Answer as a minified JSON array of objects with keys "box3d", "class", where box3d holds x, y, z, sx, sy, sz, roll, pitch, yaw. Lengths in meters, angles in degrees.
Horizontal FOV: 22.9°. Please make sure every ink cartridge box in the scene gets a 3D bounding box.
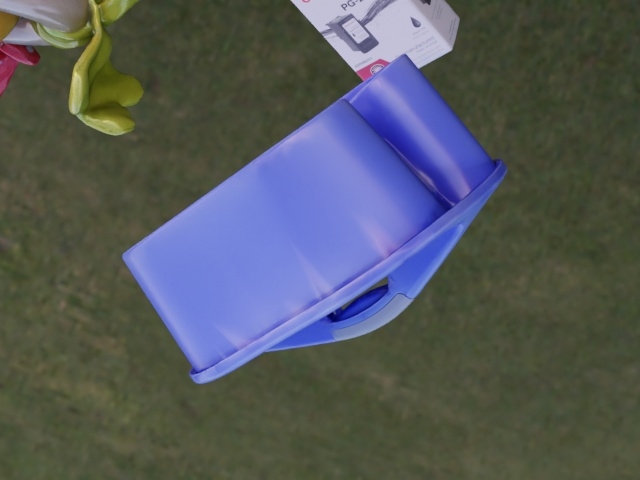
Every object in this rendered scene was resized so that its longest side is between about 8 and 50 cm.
[{"box3d":[0.054,-0.242,1.633,0.109,0.063,0.150,-27,121,34],"class":"ink cartridge box"}]

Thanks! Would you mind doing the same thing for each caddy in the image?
[{"box3d":[0.000,0.000,1.330,0.341,0.241,0.179,-33,96,39],"class":"caddy"}]

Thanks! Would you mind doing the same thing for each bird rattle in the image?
[{"box3d":[-0.233,-0.174,1.118,0.253,0.143,0.207,16,178,34],"class":"bird rattle"}]
